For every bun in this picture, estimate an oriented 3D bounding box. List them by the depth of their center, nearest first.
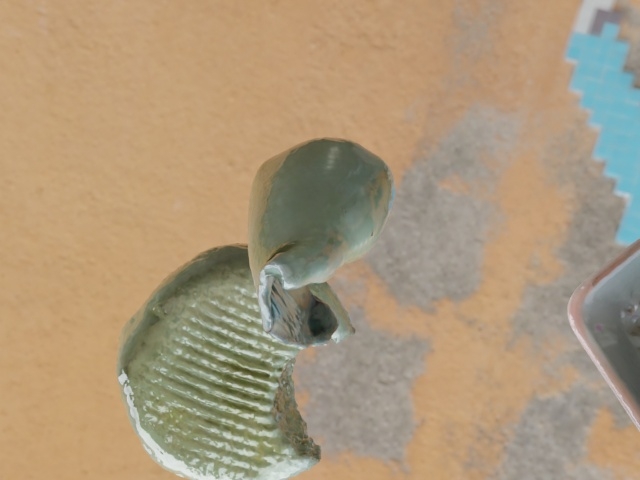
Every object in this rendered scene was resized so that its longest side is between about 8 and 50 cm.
[{"bbox_3d":[-0.069,0.107,1.064,0.204,0.212,0.126,43,-179,-13],"label":"bun"}]

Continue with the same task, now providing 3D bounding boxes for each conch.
[{"bbox_3d":[-0.006,-0.005,0.566,0.065,0.088,0.180,25,-154,-1],"label":"conch"}]

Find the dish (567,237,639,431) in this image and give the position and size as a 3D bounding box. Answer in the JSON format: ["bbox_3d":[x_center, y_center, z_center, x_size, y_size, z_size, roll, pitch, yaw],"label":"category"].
[{"bbox_3d":[0.239,0.083,0.605,0.234,0.154,0.064,57,-178,5],"label":"dish"}]
